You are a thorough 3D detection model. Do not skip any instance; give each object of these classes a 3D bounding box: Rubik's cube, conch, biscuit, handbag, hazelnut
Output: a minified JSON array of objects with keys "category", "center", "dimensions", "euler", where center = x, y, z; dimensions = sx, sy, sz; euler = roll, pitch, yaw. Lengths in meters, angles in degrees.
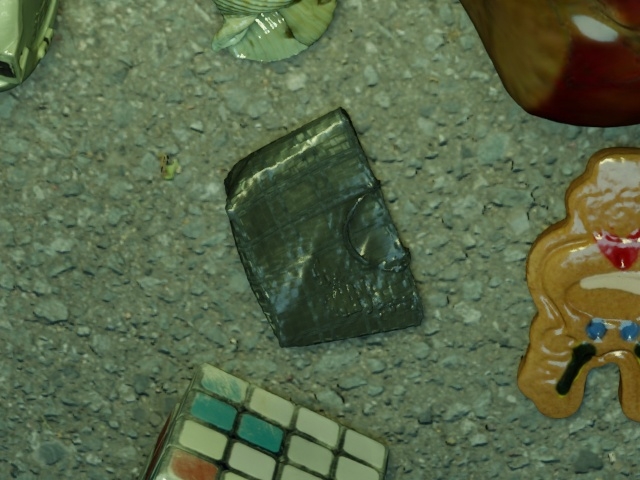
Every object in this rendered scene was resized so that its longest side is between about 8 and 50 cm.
[{"category":"Rubik's cube","center":[-0.092,0.338,1.752],"dimensions":[0.256,0.259,0.253],"euler":[24,117,-6]},{"category":"conch","center":[-0.048,-0.255,1.548],"dimensions":[0.135,0.102,0.153],"euler":[17,150,-15]},{"category":"biscuit","center":[0.323,0.057,1.695],"dimensions":[0.202,0.047,0.334],"euler":[5,115,3]},{"category":"handbag","center":[0.000,0.000,1.684],"dimensions":[0.175,0.089,0.270],"euler":[-19,112,5]},{"category":"hazelnut","center":[0.254,-0.303,1.364],"dimensions":[0.359,0.359,0.409],"euler":[-30,114,18]}]

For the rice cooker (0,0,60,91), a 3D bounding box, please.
[{"category":"rice cooker","center":[-0.388,-0.285,1.469],"dimensions":[0.277,0.288,0.288],"euler":[9,116,1]}]
